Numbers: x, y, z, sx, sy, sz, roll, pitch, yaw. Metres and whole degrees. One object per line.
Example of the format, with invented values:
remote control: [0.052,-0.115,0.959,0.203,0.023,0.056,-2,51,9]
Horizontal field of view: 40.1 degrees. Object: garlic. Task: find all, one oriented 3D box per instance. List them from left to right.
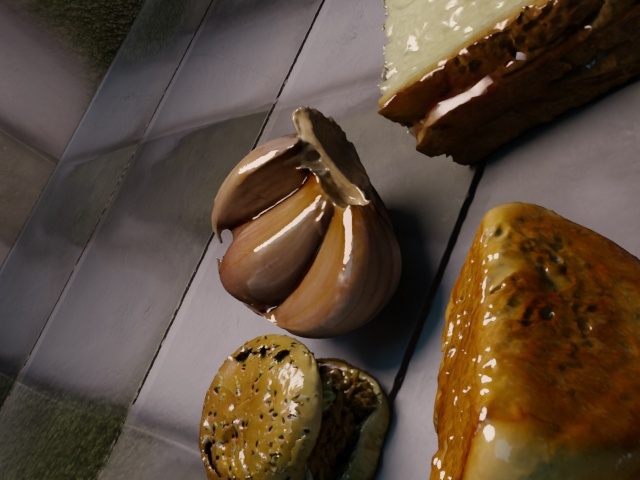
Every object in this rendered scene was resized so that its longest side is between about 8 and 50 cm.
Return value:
garlic: [0.000,0.000,0.864,0.191,0.160,0.214,-47,65,27]

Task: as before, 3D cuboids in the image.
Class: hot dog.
hot dog: [0.156,0.094,0.538,0.256,0.153,0.150,-73,1,-53]

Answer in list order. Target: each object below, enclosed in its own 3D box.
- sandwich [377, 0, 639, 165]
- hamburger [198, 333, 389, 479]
sandwich: [0.191,-0.257,0.850,0.262,0.131,0.325,-31,42,40]
hamburger: [-0.031,0.171,0.786,0.177,0.113,0.185,-45,31,18]
